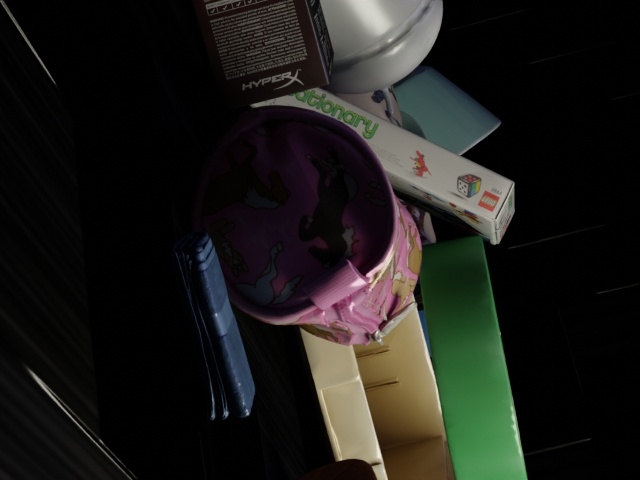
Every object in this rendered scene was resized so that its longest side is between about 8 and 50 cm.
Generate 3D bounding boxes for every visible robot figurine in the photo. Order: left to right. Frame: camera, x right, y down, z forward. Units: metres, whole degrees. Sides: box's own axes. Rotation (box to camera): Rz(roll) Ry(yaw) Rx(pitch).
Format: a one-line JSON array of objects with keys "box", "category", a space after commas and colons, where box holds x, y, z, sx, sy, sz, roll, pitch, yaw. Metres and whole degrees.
[{"box": [0.015, -0.316, 1.610, 0.353, 0.200, 0.300, 55, 49, -33], "category": "robot figurine"}]

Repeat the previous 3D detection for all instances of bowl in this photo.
[{"box": [0.112, -0.165, 2.156, 0.163, 0.312, 0.311, 57, 7, -4], "category": "bowl"}]

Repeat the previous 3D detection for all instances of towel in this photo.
[{"box": [-0.073, 0.056, 0.907, 0.067, 0.029, 0.119, -74, 148, -79], "category": "towel"}]

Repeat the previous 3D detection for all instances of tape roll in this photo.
[{"box": [0.176, 0.157, 1.554, 0.321, 0.077, 0.321, -10, 90, -84], "category": "tape roll"}]

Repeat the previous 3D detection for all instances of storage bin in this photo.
[{"box": [0.059, 0.155, 1.494, 0.260, 0.123, 0.262, -78, 153, -78], "category": "storage bin"}]

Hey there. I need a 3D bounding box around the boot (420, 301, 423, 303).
[{"box": [0.100, 0.113, 1.976, 0.283, 0.109, 0.220, 62, -8, -27], "category": "boot"}]

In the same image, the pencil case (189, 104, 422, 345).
[{"box": [0.000, 0.000, 1.148, 0.386, 0.167, 0.160, 42, 69, -80], "category": "pencil case"}]

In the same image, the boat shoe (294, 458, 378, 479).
[{"box": [0.030, 0.266, 1.018, 0.285, 0.105, 0.089, -91, 163, -69], "category": "boat shoe"}]

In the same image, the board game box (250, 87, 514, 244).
[{"box": [0.074, -0.094, 1.554, 0.053, 0.305, 0.193, -63, 170, -3], "category": "board game box"}]

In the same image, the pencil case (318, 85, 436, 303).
[{"box": [0.043, -0.091, 1.769, 0.183, 0.160, 0.410, 25, 47, -53], "category": "pencil case"}]

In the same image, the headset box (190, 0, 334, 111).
[{"box": [-0.075, -0.294, 1.336, 0.218, 0.110, 0.293, -85, 160, -74], "category": "headset box"}]

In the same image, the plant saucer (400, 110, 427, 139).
[{"box": [0.075, -0.086, 1.882, 0.037, 0.195, 0.195, 25, 47, -52], "category": "plant saucer"}]

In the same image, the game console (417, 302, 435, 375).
[{"box": [0.106, 0.164, 1.818, 0.124, 0.144, 0.085, -97, 170, -48], "category": "game console"}]
